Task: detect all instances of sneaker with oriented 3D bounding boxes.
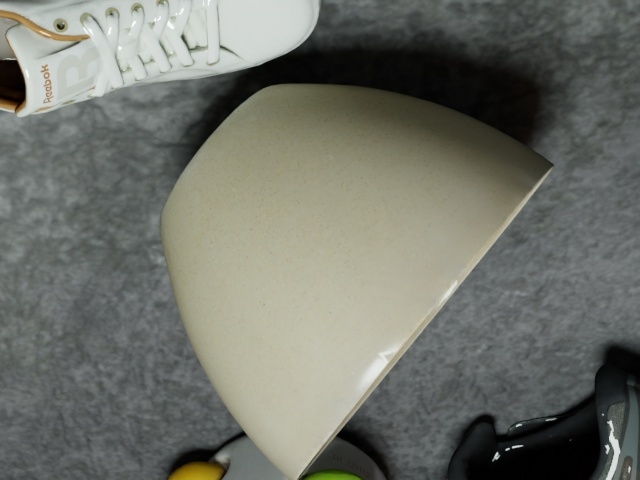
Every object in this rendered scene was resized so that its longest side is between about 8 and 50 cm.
[{"bbox_3d":[-0.139,-0.125,0.847,0.290,0.123,0.106,-6,131,-4],"label":"sneaker"},{"bbox_3d":[0.175,0.278,1.248,0.202,0.185,0.483,37,117,-13],"label":"sneaker"}]

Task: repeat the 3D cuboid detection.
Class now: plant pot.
[{"bbox_3d":[0.000,0.000,0.910,0.191,0.284,0.284,39,124,6],"label":"plant pot"}]

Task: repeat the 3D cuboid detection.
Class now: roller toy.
[{"bbox_3d":[-0.030,0.276,1.208,0.209,0.146,0.191,-14,124,13],"label":"roller toy"}]
